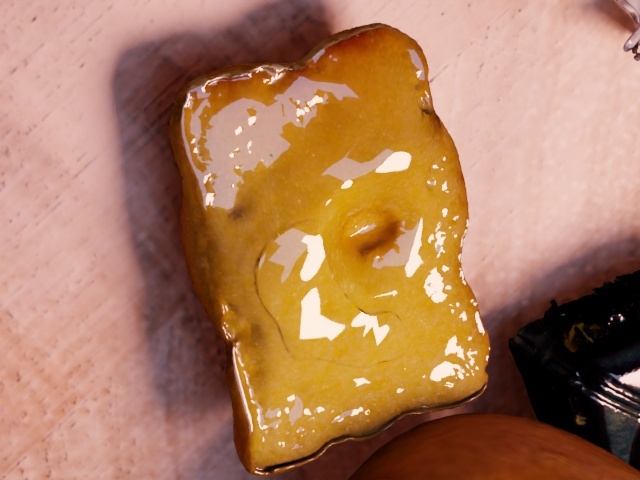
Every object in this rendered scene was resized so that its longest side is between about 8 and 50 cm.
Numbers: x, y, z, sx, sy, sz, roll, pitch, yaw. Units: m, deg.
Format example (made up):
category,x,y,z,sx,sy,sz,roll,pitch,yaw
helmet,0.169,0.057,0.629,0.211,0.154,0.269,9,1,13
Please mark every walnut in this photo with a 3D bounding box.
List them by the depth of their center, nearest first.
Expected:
category,x,y,z,sx,sy,sz,roll,pitch,yaw
walnut,0.134,0.209,1.096,0.203,0.298,0.203,-48,147,-46

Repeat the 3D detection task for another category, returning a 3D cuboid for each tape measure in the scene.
category,x,y,z,sx,sy,sz,roll,pitch,yaw
tape measure,0.222,0.106,1.233,0.186,0.112,0.199,-20,123,-11

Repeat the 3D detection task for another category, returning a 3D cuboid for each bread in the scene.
category,x,y,z,sx,sy,sz,roll,pitch,yaw
bread,0.000,0.000,1.093,0.160,0.088,0.233,-19,114,-25

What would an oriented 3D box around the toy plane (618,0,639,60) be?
category,x,y,z,sx,sy,sz,roll,pitch,yaw
toy plane,0.235,-0.245,1.135,0.182,0.107,0.273,-42,165,-54
